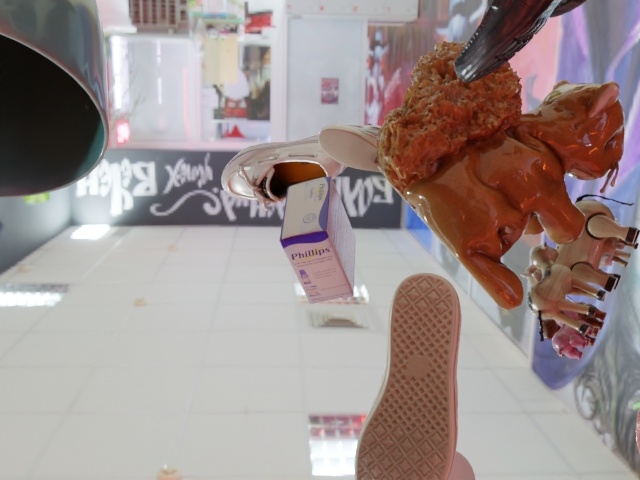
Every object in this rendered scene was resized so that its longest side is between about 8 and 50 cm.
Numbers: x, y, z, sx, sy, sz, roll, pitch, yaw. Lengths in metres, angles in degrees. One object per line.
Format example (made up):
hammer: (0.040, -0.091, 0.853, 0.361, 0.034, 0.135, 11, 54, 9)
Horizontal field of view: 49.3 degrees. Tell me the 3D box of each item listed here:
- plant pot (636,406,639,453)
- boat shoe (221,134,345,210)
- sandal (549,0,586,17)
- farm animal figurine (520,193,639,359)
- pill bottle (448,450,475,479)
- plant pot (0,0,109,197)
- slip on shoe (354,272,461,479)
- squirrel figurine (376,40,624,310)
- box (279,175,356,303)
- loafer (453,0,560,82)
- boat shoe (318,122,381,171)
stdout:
plant pot: (0.647, 0.310, 1.008, 0.275, 0.275, 0.243, 1, -170, -3)
boat shoe: (-0.110, -0.135, 1.598, 0.367, 0.136, 0.156, -6, -148, 35)
sandal: (0.372, -0.407, 0.913, 0.054, 0.254, 0.097, 18, -135, -29)
farm animal figurine: (0.477, 0.058, 1.338, 0.172, 0.327, 0.330, 24, 174, 26)
pill bottle: (0.173, 0.439, 1.225, 0.121, 0.121, 0.216, -6, 153, -31)
plant pot: (-0.373, -0.223, 0.758, 0.293, 0.235, 0.293, -3, 152, -2)
slip on shoe: (0.121, 0.209, 0.902, 0.123, 0.331, 0.101, 7, 172, 15)
squirrel figurine: (0.306, -0.160, 1.160, 0.370, 0.397, 0.281, -42, -170, 8)
box: (0.000, 0.000, 1.029, 0.072, 0.137, 0.126, -11, -140, 14)
loafer: (0.213, -0.264, 0.737, 0.078, 0.223, 0.076, 49, -142, 12)
boat shoe: (0.106, -0.187, 1.377, 0.227, 0.079, 0.081, 16, -137, -8)
